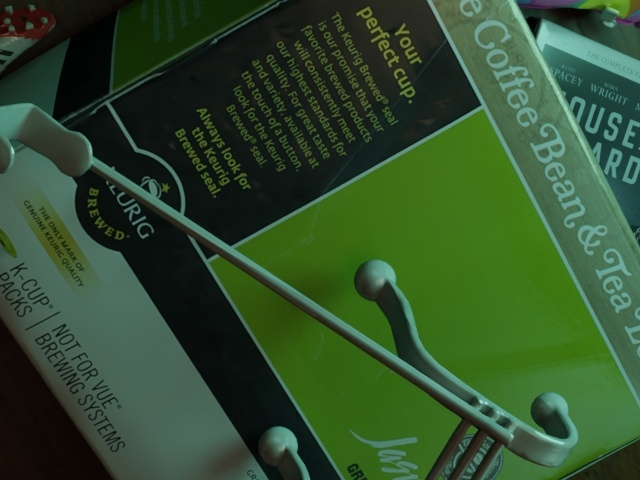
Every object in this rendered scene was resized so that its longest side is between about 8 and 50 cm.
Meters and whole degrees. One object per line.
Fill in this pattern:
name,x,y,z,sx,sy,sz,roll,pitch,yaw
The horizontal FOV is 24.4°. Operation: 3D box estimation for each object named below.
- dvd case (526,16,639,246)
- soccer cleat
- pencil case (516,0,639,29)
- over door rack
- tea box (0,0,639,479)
dvd case,0.191,-0.024,1.106,0.179,0.029,0.239,18,93,-25
soccer cleat,-0.203,-0.120,0.928,0.083,0.029,0.036,-34,150,-30
pencil case,0.140,-0.204,1.017,0.236,0.104,0.105,4,98,-22
over door rack,-0.068,0.100,0.749,0.324,0.108,0.240,29,108,0
tea box,0.000,0.000,0.883,0.323,0.220,0.329,-28,111,5
